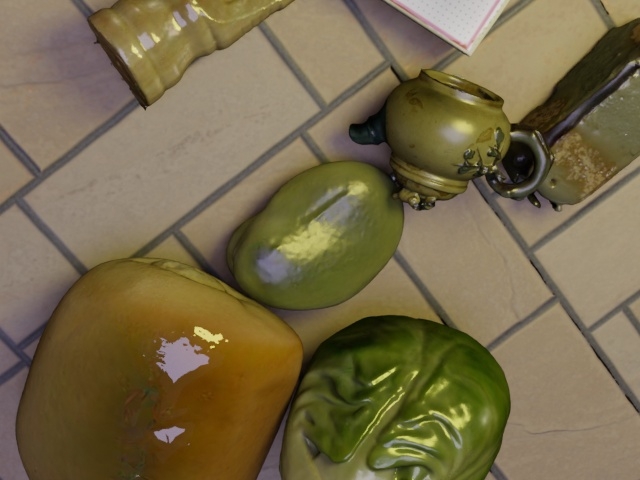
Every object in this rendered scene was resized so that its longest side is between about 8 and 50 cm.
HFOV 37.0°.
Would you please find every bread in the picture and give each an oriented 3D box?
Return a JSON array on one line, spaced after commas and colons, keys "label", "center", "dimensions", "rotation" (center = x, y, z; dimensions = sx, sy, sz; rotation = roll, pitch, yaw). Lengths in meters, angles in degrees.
[{"label": "bread", "center": [-0.222, 0.214, 1.286], "dimensions": [0.347, 0.253, 0.376], "rotation": [24, 104, -2]}]

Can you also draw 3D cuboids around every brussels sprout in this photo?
[{"label": "brussels sprout", "center": [0.089, 0.270, 1.314], "dimensions": [0.289, 0.355, 0.281], "rotation": [22, 137, 19]}]

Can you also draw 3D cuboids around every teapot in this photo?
[{"label": "teapot", "center": [0.169, -0.119, 1.278], "dimensions": [0.269, 0.173, 0.183], "rotation": [22, 109, 4]}]

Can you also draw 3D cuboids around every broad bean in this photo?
[{"label": "broad bean", "center": [0.000, 0.000, 1.326], "dimensions": [0.263, 0.121, 0.189], "rotation": [-31, 103, 1]}]

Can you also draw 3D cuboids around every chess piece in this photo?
[{"label": "chess piece", "center": [-0.140, -0.304, 1.227], "dimensions": [0.300, 0.137, 0.137], "rotation": [-35, 108, -9]}]

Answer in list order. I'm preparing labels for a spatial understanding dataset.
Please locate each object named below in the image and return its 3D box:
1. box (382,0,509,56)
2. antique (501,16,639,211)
[{"label": "box", "center": [0.193, -0.431, 1.215], "dimensions": [0.210, 0.095, 0.330], "rotation": [30, 108, -12]}, {"label": "antique", "center": [0.382, -0.165, 1.321], "dimensions": [0.125, 0.150, 0.284], "rotation": [41, 107, -17]}]
